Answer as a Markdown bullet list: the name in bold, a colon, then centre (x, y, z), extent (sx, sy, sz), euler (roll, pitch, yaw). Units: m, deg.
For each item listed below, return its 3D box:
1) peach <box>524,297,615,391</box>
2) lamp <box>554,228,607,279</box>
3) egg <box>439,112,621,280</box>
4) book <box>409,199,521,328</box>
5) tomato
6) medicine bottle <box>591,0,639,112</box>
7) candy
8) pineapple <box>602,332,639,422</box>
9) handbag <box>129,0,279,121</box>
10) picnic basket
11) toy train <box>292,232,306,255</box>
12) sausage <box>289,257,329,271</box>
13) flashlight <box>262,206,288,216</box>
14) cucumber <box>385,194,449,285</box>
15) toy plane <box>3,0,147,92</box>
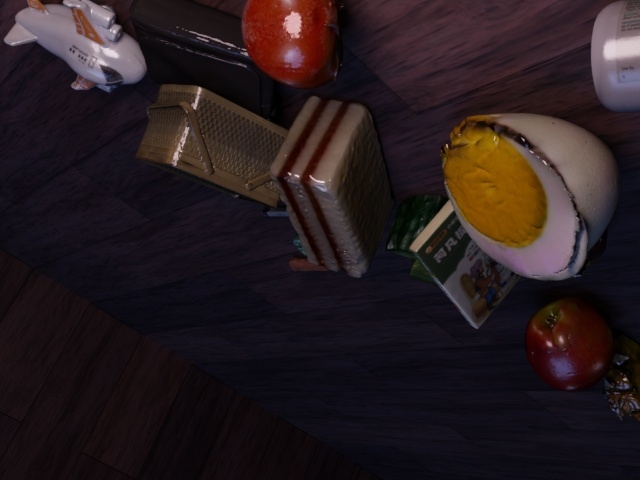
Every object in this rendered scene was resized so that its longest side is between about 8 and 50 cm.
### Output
- **peach**: centre (0.517, 0.225, 1.556), extent (0.197, 0.197, 0.197), euler (18, 153, 10)
- **lamp**: centre (0.405, -0.004, 1.281), extent (0.157, 0.135, 0.156), euler (16, 152, 18)
- **egg**: centre (0.329, -0.088, 1.156), extent (0.286, 0.174, 0.264), euler (17, 133, 54)
- **book**: centre (0.287, 0.017, 1.353), extent (0.027, 0.202, 0.264), euler (34, 170, 50)
- **tomato**: centre (-0.038, -0.299, 1.069), extent (0.167, 0.167, 0.167), euler (18, 153, 10)
- **medicine bottle**: centre (0.435, -0.220, 0.859), extent (0.215, 0.135, 0.135), euler (1, 146, 36)
- **candy**: centre (0.032, -0.090, 1.373), extent (0.135, 0.179, 0.320), euler (14, 152, 22)
- **pineapple**: centre (0.680, 0.334, 1.666), extent (0.334, 0.161, 0.158), euler (35, 153, -28)
- **handbag**: centre (-0.185, -0.308, 1.262), extent (0.247, 0.080, 0.223), euler (20, 162, 4)
- **picnic basket**: centre (-0.177, -0.165, 1.342), extent (0.267, 0.139, 0.165), euler (21, 177, -39)
- **toy train**: centre (0.000, 0.000, 1.721), extent (0.148, 0.038, 0.071), euler (-9, 142, 46)
- **sausage**: centre (-0.011, 0.058, 1.836), extent (0.158, 0.036, 0.042), euler (-4, 178, 43)
- **flashlight**: centre (-0.094, -0.065, 1.695), extent (0.083, 0.018, 0.018), euler (1, 146, 36)
- **cucumber**: centre (0.237, 0.010, 1.467), extent (0.191, 0.130, 0.191), euler (22, 160, 8)
- **toy plane**: centre (-0.426, -0.344, 1.336), extent (0.245, 0.117, 0.244), euler (18, 152, 10)
